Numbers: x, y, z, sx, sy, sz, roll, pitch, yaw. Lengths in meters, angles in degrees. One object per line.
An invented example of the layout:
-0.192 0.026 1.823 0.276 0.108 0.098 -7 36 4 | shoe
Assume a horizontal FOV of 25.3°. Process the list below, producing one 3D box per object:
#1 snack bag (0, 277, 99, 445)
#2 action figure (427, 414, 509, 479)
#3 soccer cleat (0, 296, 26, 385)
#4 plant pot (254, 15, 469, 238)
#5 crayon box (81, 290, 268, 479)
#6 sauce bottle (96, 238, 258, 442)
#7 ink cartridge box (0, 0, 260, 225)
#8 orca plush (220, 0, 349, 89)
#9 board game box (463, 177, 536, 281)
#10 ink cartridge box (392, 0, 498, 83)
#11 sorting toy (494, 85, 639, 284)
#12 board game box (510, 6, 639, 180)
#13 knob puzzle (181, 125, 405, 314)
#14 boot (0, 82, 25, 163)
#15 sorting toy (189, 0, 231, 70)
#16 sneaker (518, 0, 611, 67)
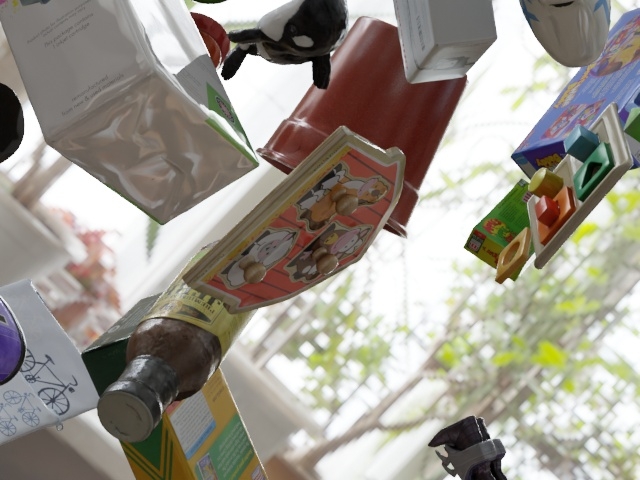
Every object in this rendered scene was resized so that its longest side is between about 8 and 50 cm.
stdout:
-0.564 0.215 2.560 0.342 0.037 0.323 -16 58 -50 | snack bag
0.251 0.361 1.832 0.185 0.099 0.285 6 46 -55 | action figure
-0.470 0.050 1.676 0.318 0.108 0.116 46 -1 22 | soccer cleat
0.082 -0.182 2.193 0.272 0.265 0.272 30 -1 1 | plant pot
-0.186 0.247 1.902 0.323 0.083 0.203 68 21 -11 | crayon box
-0.161 0.117 1.702 0.111 0.111 0.344 44 31 -8 | sauce bottle
-0.207 -0.211 1.327 0.207 0.119 0.354 41 20 -58 | ink cartridge box
-0.035 -0.212 1.634 0.287 0.151 0.102 -14 -80 56 | orca plush
0.294 -0.018 2.115 0.092 0.043 0.181 33 39 13 | board game box
0.117 -0.222 1.370 0.150 0.063 0.109 134 -52 -81 | ink cartridge box
0.312 -0.076 1.793 0.047 0.348 0.196 32 27 -10 | sorting toy
0.467 -0.234 2.144 0.078 0.347 0.233 47 -24 -15 | board game box
0.000 0.000 1.140 0.030 0.213 0.213 51 2 23 | knob puzzle
-0.420 -0.073 1.299 0.115 0.305 0.112 3 -71 38 | boot
-0.178 -0.356 2.105 0.127 0.366 0.126 12 42 -6 | sorting toy
0.195 -0.257 1.220 0.086 0.085 0.237 -50 129 -58 | sneaker
